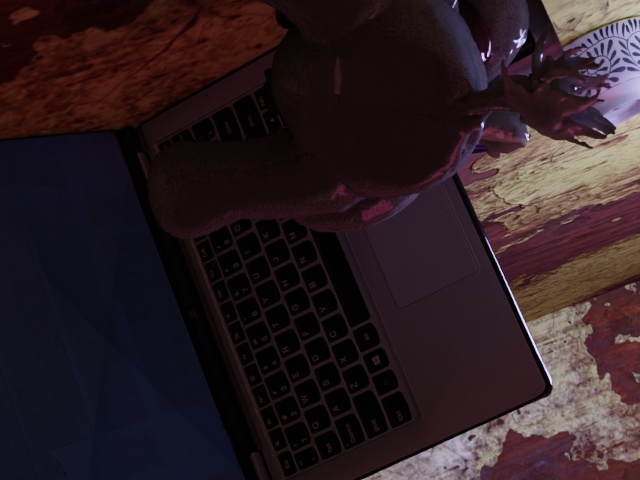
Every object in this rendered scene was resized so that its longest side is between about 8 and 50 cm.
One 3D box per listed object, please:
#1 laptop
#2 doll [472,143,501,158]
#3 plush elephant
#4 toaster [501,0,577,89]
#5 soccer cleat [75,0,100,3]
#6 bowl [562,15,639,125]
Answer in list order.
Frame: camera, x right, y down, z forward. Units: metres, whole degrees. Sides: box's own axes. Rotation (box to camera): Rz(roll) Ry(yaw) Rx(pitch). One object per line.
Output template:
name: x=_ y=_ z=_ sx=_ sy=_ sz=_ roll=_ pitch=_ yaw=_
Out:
laptop: x=-0.093 y=0.027 z=1.016 sx=0.407 sy=0.382 sz=0.236 roll=-27 pitch=164 yaw=15
doll: x=0.103 y=-0.088 z=1.380 sx=0.189 sy=0.046 sz=0.129 roll=-17 pitch=173 yaw=1
plush elephant: x=0.055 y=-0.154 z=0.947 sx=0.329 sy=0.272 sz=0.255 roll=6 pitch=-153 yaw=10
toaster: x=0.142 y=-0.169 z=1.199 sx=0.168 sy=0.110 sz=0.185 roll=-25 pitch=164 yaw=12
soccer cleat: x=-0.172 y=-0.191 z=0.800 sx=0.178 sy=0.060 sz=0.072 roll=-6 pitch=156 yaw=-38
bowl: x=0.334 y=-0.181 z=1.472 sx=0.170 sy=0.080 sz=0.170 roll=-20 pitch=164 yaw=-6
